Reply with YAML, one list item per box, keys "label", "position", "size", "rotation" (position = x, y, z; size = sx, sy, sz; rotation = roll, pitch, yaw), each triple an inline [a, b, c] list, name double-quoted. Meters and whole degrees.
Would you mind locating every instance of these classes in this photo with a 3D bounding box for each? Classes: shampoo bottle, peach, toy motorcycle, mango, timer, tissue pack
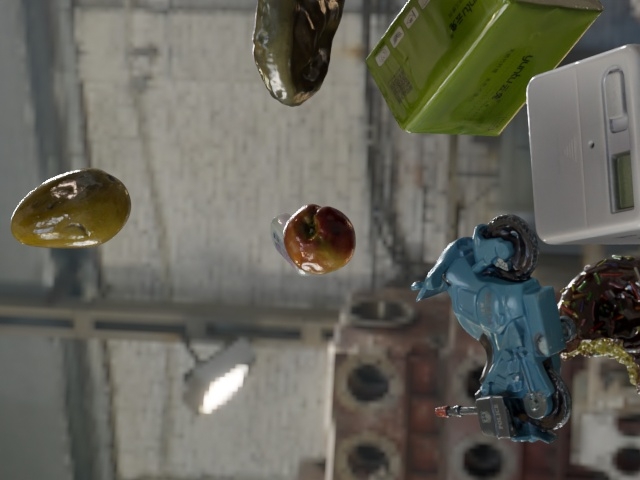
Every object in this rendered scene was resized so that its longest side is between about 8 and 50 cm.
- label: "shampoo bottle"
  position: [-0.037, 0.010, 2.388]
  size: [0.099, 0.043, 0.072]
  rotation: [45, 154, 50]
- label: "peach"
  position: [-0.001, 0.000, 2.145]
  size: [0.101, 0.100, 0.101]
  rotation: [3, -90, -82]
- label: "toy motorcycle"
  position: [0.205, 0.107, 1.834]
  size: [0.123, 0.182, 0.272]
  rotation: [-18, -83, -44]
- label: "mango"
  position: [-0.396, -0.045, 2.457]
  size: [0.098, 0.195, 0.137]
  rotation: [78, 173, -51]
- label: "timer"
  position: [0.360, -0.099, 1.698]
  size: [0.194, 0.195, 0.193]
  rotation: [-13, 79, 59]
- label: "tissue pack"
  position: [0.231, -0.294, 2.234]
  size: [0.275, 0.200, 0.167]
  rotation: [-51, 54, 39]

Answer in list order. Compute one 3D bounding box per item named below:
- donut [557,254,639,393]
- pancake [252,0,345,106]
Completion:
- label: "donut"
  position: [0.480, 0.121, 2.435]
  size: [0.216, 0.230, 0.096]
  rotation: [-48, -30, -13]
- label: "pancake"
  position: [-0.020, -0.320, 2.039]
  size: [0.294, 0.049, 0.295]
  rotation: [9, -90, -74]
